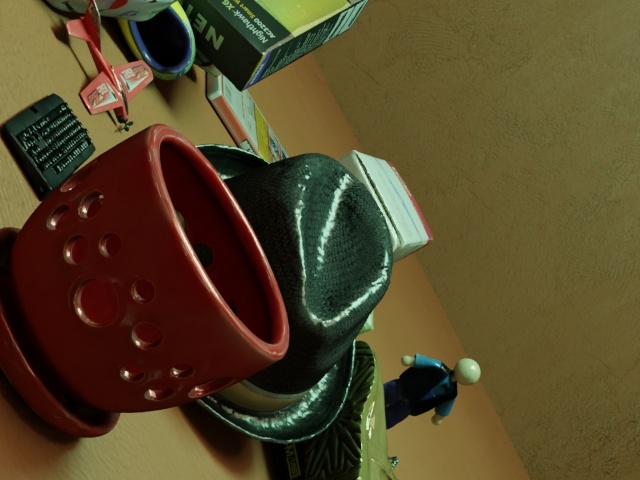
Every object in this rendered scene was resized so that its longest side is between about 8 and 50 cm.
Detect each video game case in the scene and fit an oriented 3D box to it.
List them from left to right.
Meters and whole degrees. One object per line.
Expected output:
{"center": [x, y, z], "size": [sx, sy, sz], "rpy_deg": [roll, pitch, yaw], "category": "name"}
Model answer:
{"center": [-0.098, -0.155, 2.179], "size": [0.285, 0.025, 0.204], "rpy_deg": [58, 11, -26], "category": "video game case"}

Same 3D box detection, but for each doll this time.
{"center": [0.134, 0.213, 1.902], "size": [0.129, 0.189, 0.046], "rpy_deg": [57, 11, -29], "category": "doll"}

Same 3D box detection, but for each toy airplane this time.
{"center": [-0.235, -0.188, 1.498], "size": [0.151, 0.028, 0.151], "rpy_deg": [35, 50, -58], "category": "toy airplane"}

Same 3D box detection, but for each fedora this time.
{"center": [-0.032, 0.024, 1.351], "size": [0.334, 0.152, 0.334], "rpy_deg": [30, 44, -33], "category": "fedora"}

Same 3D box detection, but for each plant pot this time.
{"center": [-0.141, 0.036, 0.991], "size": [0.191, 0.174, 0.191], "rpy_deg": [60, 10, -17], "category": "plant pot"}

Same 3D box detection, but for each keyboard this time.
{"center": [-0.230, -0.086, 1.266], "size": [0.100, 0.038, 0.192], "rpy_deg": [61, 11, -12], "category": "keyboard"}

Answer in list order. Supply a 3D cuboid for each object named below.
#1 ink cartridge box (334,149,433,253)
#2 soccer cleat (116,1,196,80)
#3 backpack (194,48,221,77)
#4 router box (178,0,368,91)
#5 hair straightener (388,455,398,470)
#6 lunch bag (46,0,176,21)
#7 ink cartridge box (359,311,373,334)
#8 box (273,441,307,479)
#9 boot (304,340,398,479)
{"center": [0.000, 0.000, 1.676], "size": [0.131, 0.226, 0.306], "rpy_deg": [63, 9, 6], "category": "ink cartridge box"}
{"center": [-0.235, -0.328, 1.690], "size": [0.289, 0.093, 0.121], "rpy_deg": [62, -7, -20], "category": "soccer cleat"}
{"center": [-0.163, -0.327, 1.968], "size": [0.165, 0.144, 0.188], "rpy_deg": [61, 5, 23], "category": "backpack"}
{"center": [-0.120, -0.369, 1.840], "size": [0.309, 0.081, 0.243], "rpy_deg": [45, 48, 8], "category": "router box"}
{"center": [0.066, 0.271, 1.813], "size": [0.089, 0.047, 0.230], "rpy_deg": [66, 10, 17], "category": "hair straightener"}
{"center": [-0.254, -0.403, 1.565], "size": [0.243, 0.115, 0.303], "rpy_deg": [-8, 78, -57], "category": "lunch bag"}
{"center": [0.011, 0.013, 2.133], "size": [0.235, 0.056, 0.171], "rpy_deg": [58, 19, -28], "category": "ink cartridge box"}
{"center": [0.005, 0.260, 1.532], "size": [0.190, 0.045, 0.184], "rpy_deg": [54, 13, -41], "category": "box"}
{"center": [0.073, 0.276, 1.491], "size": [0.269, 0.089, 0.236], "rpy_deg": [56, 29, -34], "category": "boot"}
